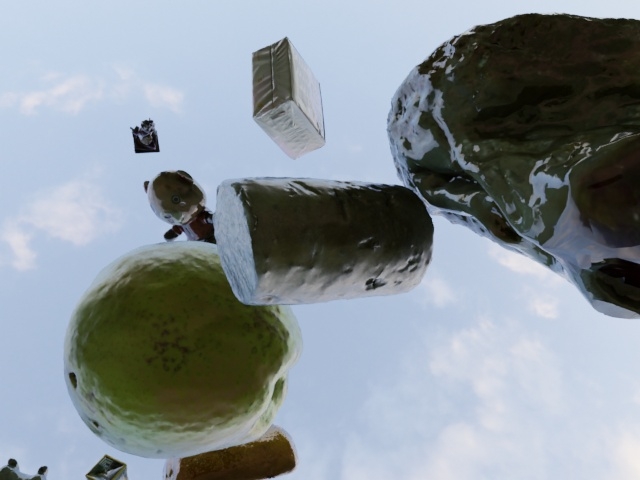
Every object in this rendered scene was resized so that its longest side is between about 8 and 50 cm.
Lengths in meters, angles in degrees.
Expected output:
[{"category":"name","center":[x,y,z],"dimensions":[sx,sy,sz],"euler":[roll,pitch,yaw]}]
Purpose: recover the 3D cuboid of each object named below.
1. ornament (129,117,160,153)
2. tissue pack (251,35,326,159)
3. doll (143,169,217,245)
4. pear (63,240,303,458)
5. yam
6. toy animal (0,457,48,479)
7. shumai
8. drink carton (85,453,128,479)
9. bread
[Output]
[{"category":"ornament","center":[-0.558,-0.342,1.520],"dimensions":[0.081,0.203,0.088],"euler":[-9,-93,-16]},{"category":"tissue pack","center":[-0.079,-0.352,1.208],"dimensions":[0.124,0.185,0.225],"euler":[-18,-123,20]},{"category":"doll","center":[-0.426,-0.089,1.587],"dimensions":[0.330,0.234,0.174],"euler":[58,-140,-30]},{"category":"pear","center":[-0.216,0.186,0.824],"dimensions":[0.390,0.391,0.391],"euler":[7,-121,-12]},{"category":"yam","center":[0.000,0.000,0.410],"dimensions":[0.194,0.107,0.107],"euler":[-1,-122,-39]},{"category":"toy animal","center":[-0.672,0.595,1.006],"dimensions":[0.125,0.127,0.251],"euler":[-16,-155,11]},{"category":"shumai","center":[0.154,-0.045,0.393],"dimensions":[0.222,0.271,0.204],"euler":[40,-121,-17]},{"category":"drink carton","center":[-0.464,0.579,1.087],"dimensions":[0.084,0.200,0.074],"euler":[13,-148,17]},{"category":"bread","center":[-0.231,0.554,1.238],"dimensions":[0.336,0.328,0.148],"euler":[-4,-116,-20]}]
